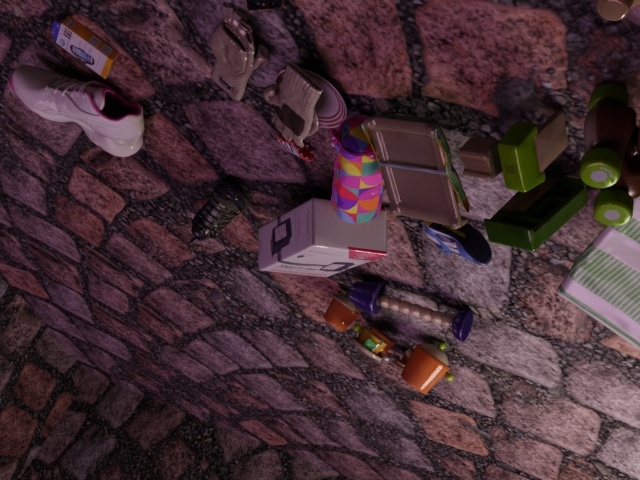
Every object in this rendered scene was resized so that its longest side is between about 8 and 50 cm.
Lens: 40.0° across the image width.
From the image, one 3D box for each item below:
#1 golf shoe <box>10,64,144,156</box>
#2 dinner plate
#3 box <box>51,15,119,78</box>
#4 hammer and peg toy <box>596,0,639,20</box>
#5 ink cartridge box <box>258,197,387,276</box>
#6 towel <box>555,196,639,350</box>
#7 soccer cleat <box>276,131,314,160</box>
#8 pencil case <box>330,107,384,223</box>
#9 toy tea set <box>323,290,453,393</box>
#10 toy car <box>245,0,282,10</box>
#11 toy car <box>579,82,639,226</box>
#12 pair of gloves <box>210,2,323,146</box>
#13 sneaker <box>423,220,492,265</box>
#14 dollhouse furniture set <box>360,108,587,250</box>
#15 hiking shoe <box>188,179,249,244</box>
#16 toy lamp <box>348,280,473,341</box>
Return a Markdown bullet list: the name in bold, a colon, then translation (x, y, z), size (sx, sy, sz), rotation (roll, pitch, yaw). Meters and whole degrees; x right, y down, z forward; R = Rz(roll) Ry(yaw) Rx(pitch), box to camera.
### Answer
- **golf shoe**: translation (-0.502, -0.301, 1.850), size (0.306, 0.115, 0.140), rotation (27, 143, -7)
- **dinner plate**: translation (-0.014, -0.250, 1.526), size (0.141, 0.017, 0.141), rotation (23, 151, 14)
- **box**: translation (-0.468, -0.386, 1.741), size (0.136, 0.028, 0.081), rotation (38, 152, -9)
- **hammer and peg toy**: translation (0.278, -0.400, 0.865), size (0.361, 0.127, 0.266), rotation (39, 154, -16)
- **ink cartridge box**: translation (0.000, 0.000, 1.767), size (0.171, 0.100, 0.237), rotation (7, 164, -28)
- **towel**: translation (0.540, 0.051, 1.350), size (0.247, 0.038, 0.325), rotation (35, 139, 6)
- **soccer cleat**: translation (-0.048, -0.177, 1.673), size (0.083, 0.029, 0.035), rotation (34, 162, 0)
- **pencil case**: translation (0.067, -0.126, 1.568), size (0.104, 0.104, 0.236), rotation (23, 151, 15)
- **toy tea set**: translation (0.169, 0.228, 2.086), size (0.336, 0.124, 0.200), rotation (36, -178, -17)
- **toy car**: translation (-0.102, -0.409, 1.348), size (0.040, 0.060, 0.122), rotation (-107, -4, -63)
- **toy car**: translation (0.451, -0.122, 1.153), size (0.188, 0.155, 0.149), rotation (-5, 138, 31)
- **pair of gloves**: translation (-0.090, -0.275, 1.504), size (0.240, 0.042, 0.204), rotation (39, 156, 12)
- **sneaker**: translation (0.255, 0.000, 1.643), size (0.144, 0.053, 0.059), rotation (36, 153, 8)
- **dollhouse furniture set**: translation (0.240, -0.128, 1.391), size (0.301, 0.151, 0.198), rotation (15, 134, 44)
- **hiking shoe**: translation (-0.232, -0.052, 1.968), size (0.086, 0.114, 0.227), rotation (34, 153, -7)
- **toy lamp**: translation (0.192, 0.148, 1.924), size (0.274, 0.080, 0.080), rotation (14, 149, 26)
